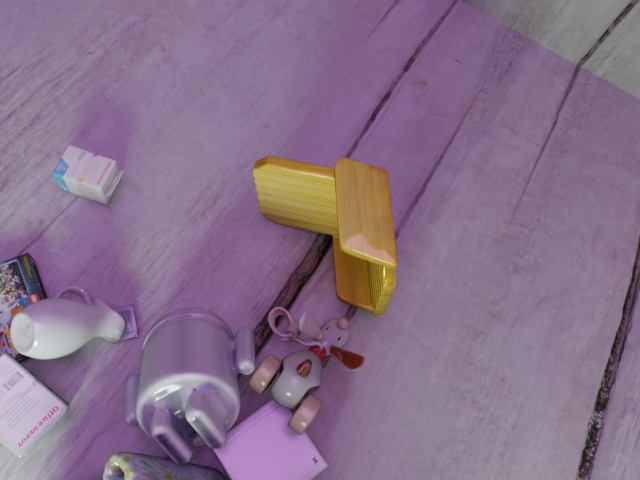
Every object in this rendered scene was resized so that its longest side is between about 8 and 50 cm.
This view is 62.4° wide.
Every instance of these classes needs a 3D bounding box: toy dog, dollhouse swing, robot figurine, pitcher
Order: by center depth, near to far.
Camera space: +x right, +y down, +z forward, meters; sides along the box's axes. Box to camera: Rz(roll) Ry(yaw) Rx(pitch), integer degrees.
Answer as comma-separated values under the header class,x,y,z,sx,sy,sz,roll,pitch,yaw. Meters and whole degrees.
class,x,y,z,sx,sy,sz,roll,pitch,yaw
robot figurine,-0.273,0.278,1.102,0.299,0.200,0.353,-21,32,0
pitcher,-0.563,0.168,1.152,0.177,0.207,0.126,39,108,22
toy dog,-0.015,0.247,1.157,0.220,0.161,0.334,28,35,-10
dollhouse swing,0.000,0.000,1.252,0.304,0.347,0.316,-2,66,-2

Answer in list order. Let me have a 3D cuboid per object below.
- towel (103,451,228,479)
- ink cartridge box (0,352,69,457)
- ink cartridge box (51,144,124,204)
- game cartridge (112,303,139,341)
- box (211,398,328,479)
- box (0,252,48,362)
class,x,y,z,sx,sy,sz,roll,pitch,yaw
towel,-0.210,0.555,0.922,0.090,0.321,0.374,-35,55,-2
ink cartridge box,-0.633,0.339,1.093,0.175,0.072,0.127,45,64,-8
ink cartridge box,-0.582,-0.162,1.345,0.143,0.090,0.092,20,64,-3
game cartridge,-0.463,0.195,1.248,0.055,0.017,0.083,-10,68,-19
box,-0.113,0.465,1.135,0.180,0.119,0.182,-31,75,-23
box,-0.704,0.161,1.199,0.159,0.044,0.233,-22,72,-20
